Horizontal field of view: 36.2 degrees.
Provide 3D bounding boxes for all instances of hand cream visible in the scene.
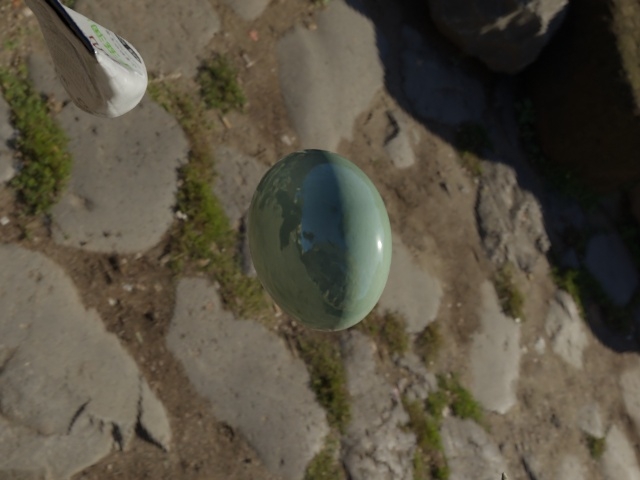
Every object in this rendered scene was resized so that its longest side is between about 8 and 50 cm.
[{"bbox_3d":[-0.191,-0.158,0.784,0.121,0.076,0.336,50,-5,-1],"label":"hand cream"}]

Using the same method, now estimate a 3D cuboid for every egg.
[{"bbox_3d":[0.000,0.000,1.022,0.149,0.149,0.192,-22,98,-52],"label":"egg"}]

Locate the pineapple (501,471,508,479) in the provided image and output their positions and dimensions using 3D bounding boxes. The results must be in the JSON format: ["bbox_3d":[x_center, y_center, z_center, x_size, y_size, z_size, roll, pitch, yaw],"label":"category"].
[{"bbox_3d":[0.104,0.276,0.442,0.286,0.209,0.344,46,6,26],"label":"pineapple"}]
